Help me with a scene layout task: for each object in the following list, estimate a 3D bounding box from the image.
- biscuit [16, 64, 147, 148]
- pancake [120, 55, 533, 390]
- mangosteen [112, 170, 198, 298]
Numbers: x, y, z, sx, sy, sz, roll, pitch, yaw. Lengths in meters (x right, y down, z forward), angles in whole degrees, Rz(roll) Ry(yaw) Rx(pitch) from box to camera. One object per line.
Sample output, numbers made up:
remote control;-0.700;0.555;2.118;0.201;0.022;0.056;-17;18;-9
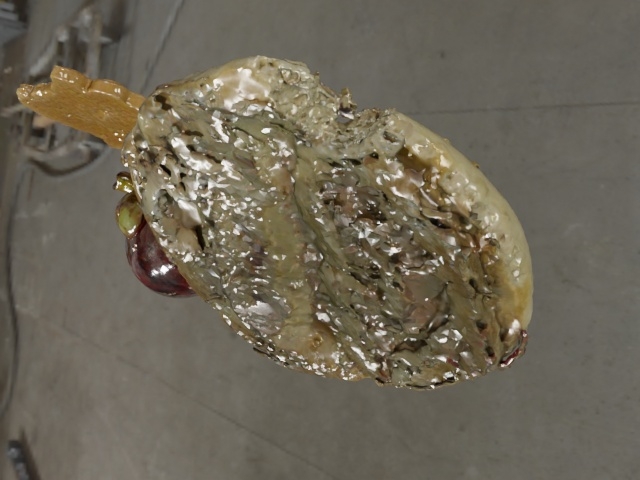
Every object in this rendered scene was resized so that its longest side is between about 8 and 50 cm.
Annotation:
biscuit;-0.243;-0.151;1.068;0.162;0.250;0.035;72;-145;-71
pancake;-0.001;0.001;0.754;0.382;0.382;0.071;-26;27;52
mangosteen;-0.181;-0.021;1.153;0.200;0.200;0.199;-18;68;54
